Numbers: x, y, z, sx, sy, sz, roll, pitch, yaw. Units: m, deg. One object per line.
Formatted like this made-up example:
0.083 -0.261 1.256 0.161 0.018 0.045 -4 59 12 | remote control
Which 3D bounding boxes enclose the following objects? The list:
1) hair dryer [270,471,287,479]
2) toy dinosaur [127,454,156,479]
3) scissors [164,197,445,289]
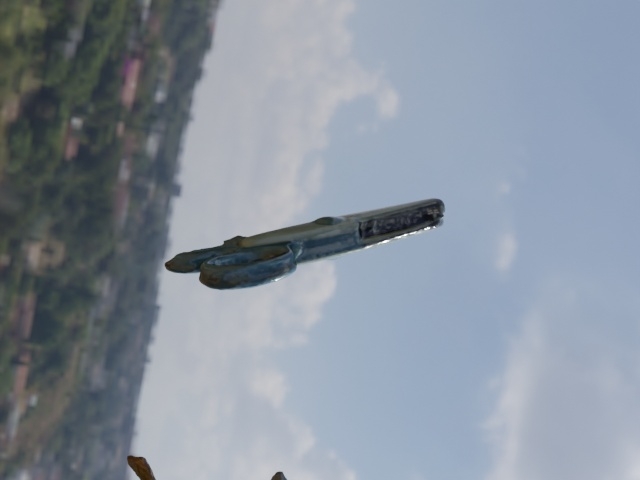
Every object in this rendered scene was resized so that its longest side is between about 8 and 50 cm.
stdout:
-0.037 0.195 0.789 0.183 0.155 0.044 -114 -161 -49 | hair dryer
-0.129 0.271 1.433 0.162 0.039 0.126 -4 -72 53 | toy dinosaur
0.000 0.000 1.387 0.138 0.289 0.041 12 -67 58 | scissors
